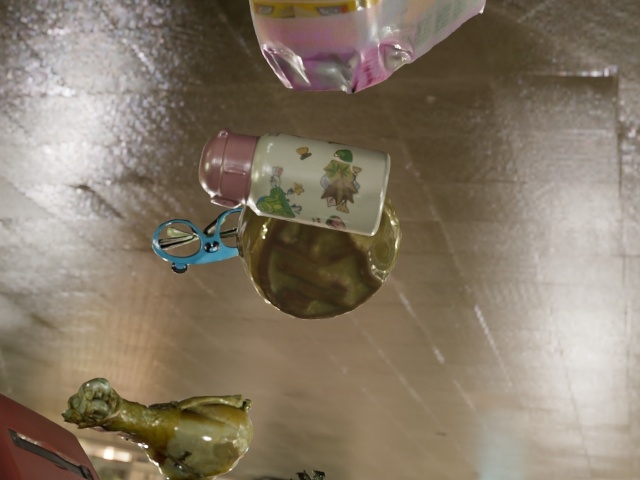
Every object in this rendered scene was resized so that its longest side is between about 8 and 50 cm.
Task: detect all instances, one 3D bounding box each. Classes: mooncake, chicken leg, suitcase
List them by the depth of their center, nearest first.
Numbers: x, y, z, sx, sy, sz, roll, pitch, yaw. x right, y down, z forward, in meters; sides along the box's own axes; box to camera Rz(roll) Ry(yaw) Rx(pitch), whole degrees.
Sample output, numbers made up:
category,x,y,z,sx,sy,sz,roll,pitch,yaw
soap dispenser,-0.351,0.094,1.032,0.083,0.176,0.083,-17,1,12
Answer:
category,x,y,z,sx,sy,sz,roll,pitch,yaw
suitcase,-0.403,0.324,1.260,0.161,0.236,0.297,-37,147,-2
mooncake,0.000,0.000,1.731,0.284,0.284,0.155,20,-163,-27
chicken leg,-0.307,0.353,1.901,0.429,0.201,0.153,26,-167,-38

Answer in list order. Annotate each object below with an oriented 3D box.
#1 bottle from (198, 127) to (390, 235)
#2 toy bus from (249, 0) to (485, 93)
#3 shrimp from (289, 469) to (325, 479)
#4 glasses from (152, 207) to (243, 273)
category,x,y,z,sx,sy,sz,roll,pitch,yaw
bottle,-0.038,-0.083,1.342,0.253,0.120,0.120,10,159,1
toy bus,0.071,-0.289,1.125,0.171,0.386,0.162,5,119,31
shrimp,0.023,0.606,1.848,0.085,0.445,0.272,6,119,-28
glasses,-0.263,-0.027,2.153,0.239,0.102,0.207,-13,-152,-21
